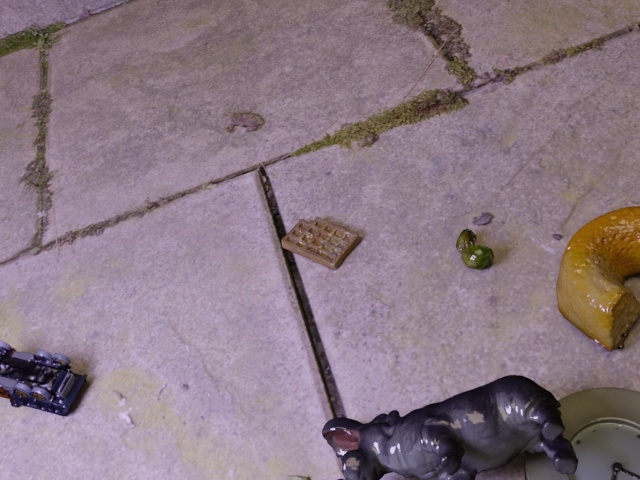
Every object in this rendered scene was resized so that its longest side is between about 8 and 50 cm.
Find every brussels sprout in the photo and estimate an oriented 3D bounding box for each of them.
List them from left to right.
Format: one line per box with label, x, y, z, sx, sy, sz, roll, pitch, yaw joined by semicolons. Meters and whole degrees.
brussels sprout;0.261;0.018;1.271;0.051;0.046;0.083;-30;36;-4

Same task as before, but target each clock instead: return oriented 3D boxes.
clock;0.389;0.301;0.973;0.234;0.029;0.235;-8;47;9

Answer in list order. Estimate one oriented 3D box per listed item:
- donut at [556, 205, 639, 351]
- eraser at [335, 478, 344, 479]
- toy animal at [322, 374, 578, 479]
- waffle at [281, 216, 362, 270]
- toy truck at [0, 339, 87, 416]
donut;0.448;0.038;1.155;0.152;0.101;0.259;22;62;40
eraser;-0.067;0.438;0.959;0.287;0.086;0.130;-27;47;-6
toy animal;0.155;0.269;0.986;0.343;0.106;0.168;-14;21;16
waffle;0.000;0.000;1.389;0.135;0.021;0.092;24;61;34
toy truck;-0.508;0.243;1.292;0.192;0.092;0.083;9;53;16
